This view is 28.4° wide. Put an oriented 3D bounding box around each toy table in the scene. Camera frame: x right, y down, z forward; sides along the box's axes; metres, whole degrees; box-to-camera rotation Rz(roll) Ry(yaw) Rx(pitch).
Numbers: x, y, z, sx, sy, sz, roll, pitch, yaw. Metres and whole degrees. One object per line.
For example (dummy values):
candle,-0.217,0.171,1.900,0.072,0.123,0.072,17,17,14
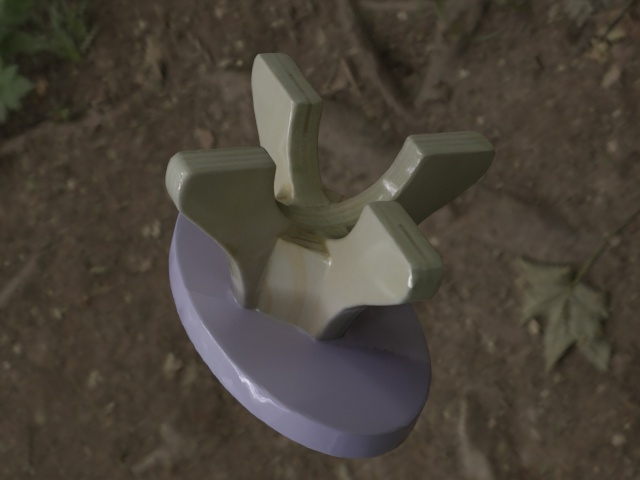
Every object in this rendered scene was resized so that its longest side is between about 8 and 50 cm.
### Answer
toy table,0.000,0.000,0.914,0.274,0.252,0.161,46,135,32
